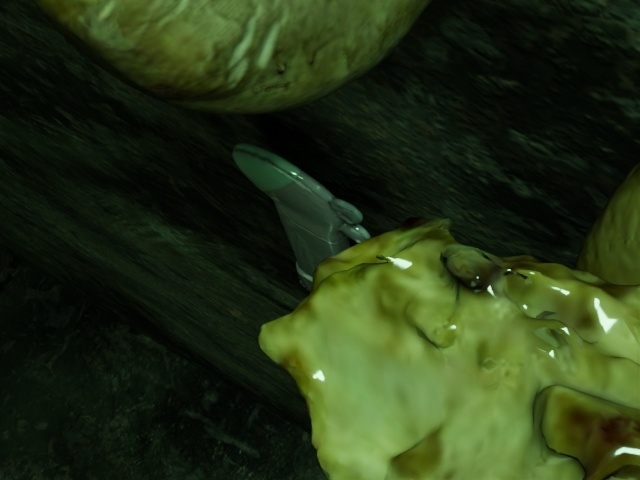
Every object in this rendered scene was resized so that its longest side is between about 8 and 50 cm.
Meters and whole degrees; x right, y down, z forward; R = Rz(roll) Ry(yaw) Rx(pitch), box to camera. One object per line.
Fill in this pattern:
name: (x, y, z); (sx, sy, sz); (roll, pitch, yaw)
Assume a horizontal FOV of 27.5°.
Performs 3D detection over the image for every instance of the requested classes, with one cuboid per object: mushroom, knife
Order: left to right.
mushroom: (-0.074, -0.153, 0.602); (0.285, 0.151, 0.156); (41, 164, -28)
knife: (0.000, -0.001, 1.209); (0.132, 0.038, 0.398); (33, 168, 14)
mushroom: (0.213, 0.101, 0.456); (0.331, 0.356, 0.334); (6, 122, 34)
